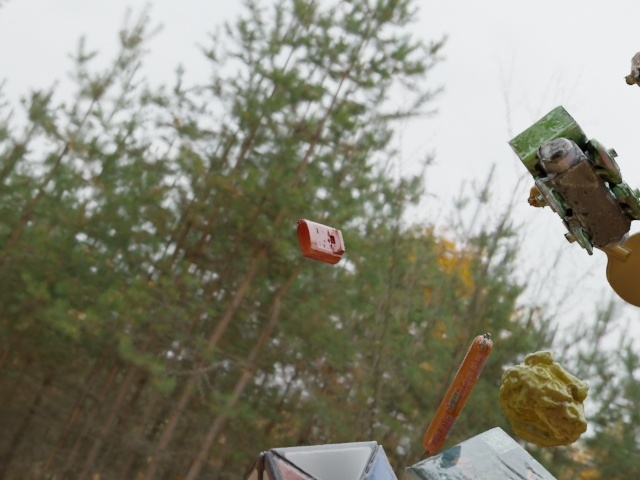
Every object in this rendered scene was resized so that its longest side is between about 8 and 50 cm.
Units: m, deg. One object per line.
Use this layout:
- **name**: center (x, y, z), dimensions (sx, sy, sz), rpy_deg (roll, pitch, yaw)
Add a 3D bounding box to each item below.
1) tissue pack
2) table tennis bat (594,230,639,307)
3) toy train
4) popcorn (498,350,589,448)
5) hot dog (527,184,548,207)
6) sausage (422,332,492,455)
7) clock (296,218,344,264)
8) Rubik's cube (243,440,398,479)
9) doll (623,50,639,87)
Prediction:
- **tissue pack**: center (0.374, 0.568, 2.061), dimensions (0.315, 0.103, 0.228), rpy_deg (-13, 38, -37)
- **table tennis bat**: center (0.728, 0.042, 2.078), dimensions (0.320, 0.198, 0.050), rpy_deg (29, 25, -6)
- **toy train**: center (0.521, -0.127, 1.816), dimensions (0.307, 0.173, 0.249), rpy_deg (43, 17, -37)
- **popcorn**: center (0.453, 0.318, 1.777), dimensions (0.197, 0.155, 0.198), rpy_deg (41, -28, 28)
- **hot dog**: center (0.593, -0.126, 2.169), dimensions (0.055, 0.188, 0.072), rpy_deg (-117, -174, -53)
- **sausage**: center (0.333, 0.379, 2.171), dimensions (0.053, 0.348, 0.053), rpy_deg (23, 12, -5)
- **clock**: center (0.000, 0.000, 2.601), dimensions (0.061, 0.113, 0.155), rpy_deg (-26, -26, 34)
- **Rubik's cube**: center (-0.007, 0.616, 1.788), dimensions (0.307, 0.305, 0.310), rpy_deg (3, -46, -33)
- **doll**: center (0.764, -0.384, 1.951), dimensions (0.192, 0.095, 0.149), rpy_deg (-14, 8, 17)
